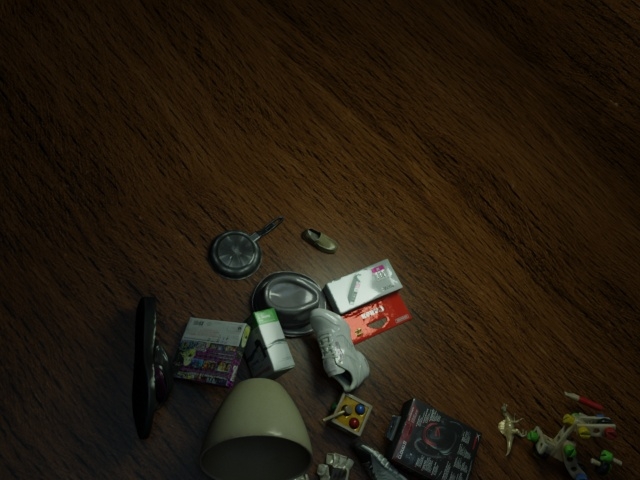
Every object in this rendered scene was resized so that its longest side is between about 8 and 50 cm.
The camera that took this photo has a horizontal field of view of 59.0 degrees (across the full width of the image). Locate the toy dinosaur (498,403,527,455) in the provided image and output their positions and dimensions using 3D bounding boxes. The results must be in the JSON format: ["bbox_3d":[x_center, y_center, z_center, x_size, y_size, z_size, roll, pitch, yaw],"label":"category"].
[{"bbox_3d":[0.681,0.678,2.012,0.093,0.053,0.183,2,57,4],"label":"toy dinosaur"}]

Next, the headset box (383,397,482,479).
[{"bbox_3d":[0.360,0.682,1.889,0.293,0.110,0.218,27,62,0],"label":"headset box"}]

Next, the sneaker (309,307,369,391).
[{"bbox_3d":[0.054,0.367,1.908,0.305,0.114,0.152,56,34,-1],"label":"sneaker"}]

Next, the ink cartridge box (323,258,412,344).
[{"bbox_3d":[0.182,0.223,2.088,0.275,0.060,0.239,-20,71,-21],"label":"ink cartridge box"}]

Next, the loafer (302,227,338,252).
[{"bbox_3d":[0.000,0.000,2.151,0.148,0.050,0.056,24,63,-2],"label":"loafer"}]

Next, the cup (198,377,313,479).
[{"bbox_3d":[-0.192,0.564,1.724,0.331,0.331,0.237,6,44,-11],"label":"cup"}]

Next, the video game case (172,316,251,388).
[{"bbox_3d":[-0.359,0.361,1.839,0.232,0.042,0.210,1,59,25],"label":"video game case"}]

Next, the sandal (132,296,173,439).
[{"bbox_3d":[-0.524,0.392,1.791,0.107,0.167,0.445,8,63,-29],"label":"sandal"}]

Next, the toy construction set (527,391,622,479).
[{"bbox_3d":[0.862,0.659,1.974,0.237,0.257,0.309,24,41,7],"label":"toy construction set"}]

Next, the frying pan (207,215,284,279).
[{"bbox_3d":[-0.252,0.029,2.083,0.326,0.053,0.197,-18,72,-17],"label":"frying pan"}]

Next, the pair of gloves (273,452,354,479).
[{"bbox_3d":[-0.028,0.755,1.802,0.240,0.042,0.204,23,63,-1],"label":"pair of gloves"}]

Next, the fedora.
[{"bbox_3d":[-0.098,0.207,1.991,0.275,0.124,0.243,13,64,-7],"label":"fedora"}]

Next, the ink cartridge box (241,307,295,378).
[{"bbox_3d":[-0.185,0.352,1.879,0.087,0.153,0.208,-8,66,-38],"label":"ink cartridge box"}]

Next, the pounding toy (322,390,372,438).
[{"bbox_3d":[0.082,0.578,1.876,0.141,0.100,0.130,28,62,0],"label":"pounding toy"}]

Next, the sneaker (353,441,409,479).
[{"bbox_3d":[0.174,0.766,1.823,0.229,0.086,0.132,39,66,5],"label":"sneaker"}]
